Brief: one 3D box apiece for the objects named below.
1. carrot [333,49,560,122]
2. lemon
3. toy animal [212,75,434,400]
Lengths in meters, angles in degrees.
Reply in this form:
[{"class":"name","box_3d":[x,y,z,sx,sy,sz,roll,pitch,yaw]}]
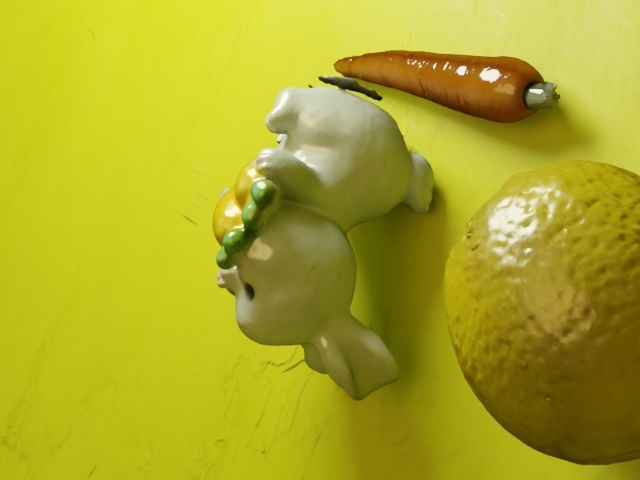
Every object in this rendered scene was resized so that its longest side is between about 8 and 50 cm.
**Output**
[{"class":"carrot","box_3d":[0.129,-0.177,1.372,0.336,0.069,0.069,20,96,48]},{"class":"lemon","box_3d":[0.232,0.062,1.113,0.267,0.267,0.267,-8,78,41]},{"class":"toy animal","box_3d":[-0.007,-0.002,1.353,0.183,0.247,0.310,-15,57,56]}]
